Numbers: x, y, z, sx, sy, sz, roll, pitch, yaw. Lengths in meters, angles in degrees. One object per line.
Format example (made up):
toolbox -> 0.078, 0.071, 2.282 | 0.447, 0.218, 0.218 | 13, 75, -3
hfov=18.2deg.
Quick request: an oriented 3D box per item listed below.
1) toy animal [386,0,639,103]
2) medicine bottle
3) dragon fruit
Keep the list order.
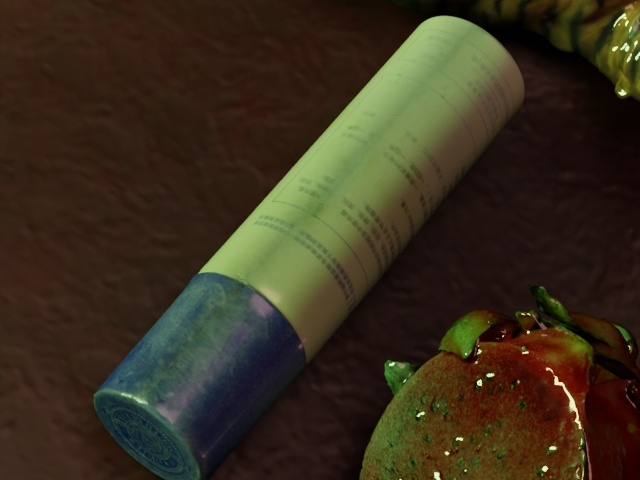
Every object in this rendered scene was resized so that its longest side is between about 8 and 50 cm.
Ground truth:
toy animal -> 0.051, -0.136, 0.882 | 0.255, 0.114, 0.116 | 9, 104, -12
medicine bottle -> 0.000, 0.000, 0.820 | 0.059, 0.059, 0.231 | 40, 62, 3
dragon fruit -> 0.088, 0.088, 0.774 | 0.138, 0.142, 0.175 | 28, 32, 36
